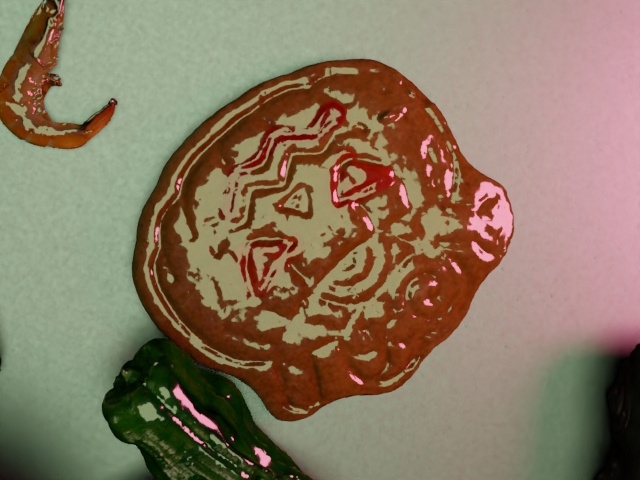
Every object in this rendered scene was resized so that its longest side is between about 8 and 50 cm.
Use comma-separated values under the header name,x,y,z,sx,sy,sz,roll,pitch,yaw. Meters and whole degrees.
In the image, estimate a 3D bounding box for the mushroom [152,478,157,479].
name,x,y,z,sx,sy,sz,roll,pitch,yaw
mushroom,-0.043,0.301,1.021,0.312,0.081,0.100,41,89,-10

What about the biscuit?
name,x,y,z,sx,sy,sz,roll,pitch,yaw
biscuit,0.000,0.000,1.017,0.273,0.049,0.257,-43,100,-1

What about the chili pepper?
name,x,y,z,sx,sy,sz,roll,pitch,yaw
chili pepper,-0.058,0.171,0.993,0.253,0.099,0.083,41,96,-19

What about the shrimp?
name,x,y,z,sx,sy,sz,roll,pitch,yaw
shrimp,-0.192,-0.131,0.987,0.091,0.025,0.127,14,98,-9

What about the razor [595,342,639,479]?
name,x,y,z,sx,sy,sz,roll,pitch,yaw
razor,0.390,0.175,1.056,0.327,0.107,0.189,2,96,-8
